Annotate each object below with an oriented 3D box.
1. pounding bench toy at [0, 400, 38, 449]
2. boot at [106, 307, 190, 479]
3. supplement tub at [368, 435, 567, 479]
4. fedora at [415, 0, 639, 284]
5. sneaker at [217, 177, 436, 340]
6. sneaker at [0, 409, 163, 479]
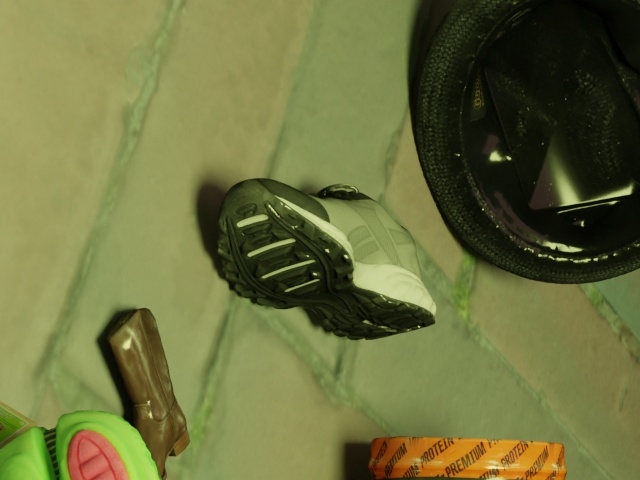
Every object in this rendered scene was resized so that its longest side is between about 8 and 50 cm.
[{"bbox_3d":[-0.223,0.128,1.044,0.052,0.083,0.065,-38,150,-50],"label":"pounding bench toy"},{"bbox_3d":[-0.131,0.110,1.198,0.106,0.037,0.114,-54,135,-63],"label":"boot"},{"bbox_3d":[0.118,0.333,1.411,0.207,0.207,0.337,16,74,-56],"label":"supplement tub"},{"bbox_3d":[0.237,-0.132,1.652,0.152,0.334,0.334,-97,168,-66],"label":"fedora"},{"bbox_3d":[0.000,0.000,1.379,0.271,0.100,0.108,31,47,-56],"label":"sneaker"},{"bbox_3d":[-0.105,0.332,0.999,0.202,0.185,0.482,-37,116,-78],"label":"sneaker"}]
